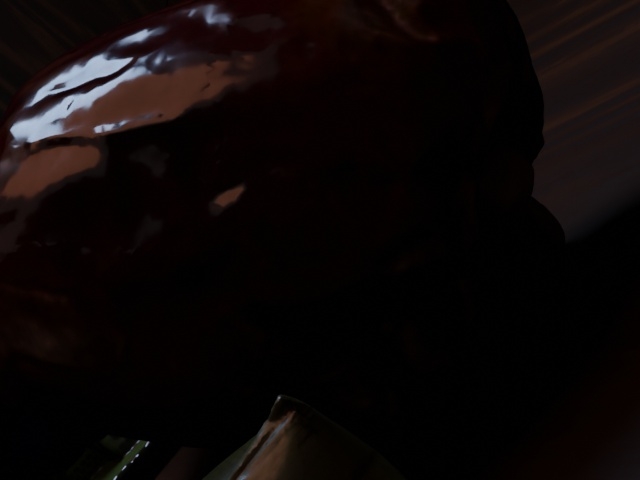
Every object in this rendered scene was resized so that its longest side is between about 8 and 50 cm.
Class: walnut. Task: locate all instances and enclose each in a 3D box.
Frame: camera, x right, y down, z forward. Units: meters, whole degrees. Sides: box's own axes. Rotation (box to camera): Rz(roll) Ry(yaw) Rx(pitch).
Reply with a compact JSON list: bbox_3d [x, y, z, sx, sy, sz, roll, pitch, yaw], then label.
[{"bbox_3d":[-0.028,-0.014,0.698,0.269,0.221,0.244,-3,-7,14],"label":"walnut"}]

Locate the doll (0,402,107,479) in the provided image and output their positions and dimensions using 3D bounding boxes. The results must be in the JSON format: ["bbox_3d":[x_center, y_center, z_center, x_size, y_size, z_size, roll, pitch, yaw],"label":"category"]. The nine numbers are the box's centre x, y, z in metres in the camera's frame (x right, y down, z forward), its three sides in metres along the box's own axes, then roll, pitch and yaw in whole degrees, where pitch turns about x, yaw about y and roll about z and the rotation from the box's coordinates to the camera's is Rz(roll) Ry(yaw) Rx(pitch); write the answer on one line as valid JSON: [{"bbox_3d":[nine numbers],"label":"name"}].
[{"bbox_3d":[-0.125,0.017,0.939,0.310,0.240,0.284,-37,13,-34],"label":"doll"}]

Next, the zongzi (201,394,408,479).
[{"bbox_3d":[-0.053,0.173,0.592,0.205,0.094,0.204,-53,2,-18],"label":"zongzi"}]

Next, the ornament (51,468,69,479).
[{"bbox_3d":[-0.225,0.196,0.951,0.130,0.120,0.285,-45,25,20],"label":"ornament"}]

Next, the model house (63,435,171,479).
[{"bbox_3d":[-0.234,0.070,1.157,0.218,0.279,0.205,-49,9,-15],"label":"model house"}]
